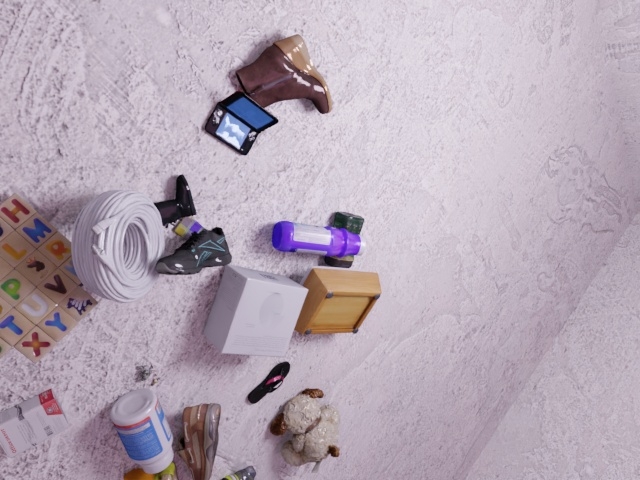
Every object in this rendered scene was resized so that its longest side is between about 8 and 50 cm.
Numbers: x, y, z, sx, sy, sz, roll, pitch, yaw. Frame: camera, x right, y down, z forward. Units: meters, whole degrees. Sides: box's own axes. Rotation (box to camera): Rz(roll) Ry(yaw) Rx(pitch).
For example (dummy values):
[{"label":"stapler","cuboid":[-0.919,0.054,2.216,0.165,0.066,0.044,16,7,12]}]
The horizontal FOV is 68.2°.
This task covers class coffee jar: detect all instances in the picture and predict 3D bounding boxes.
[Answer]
[{"label":"coffee jar","cuboid":[0.077,0.001,1.561,0.096,0.079,0.184,8,100,-38]}]

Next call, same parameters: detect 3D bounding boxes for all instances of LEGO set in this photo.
[{"label":"LEGO set","cuboid":[-0.477,0.375,1.311,0.083,0.023,0.054,38,82,-39]}]

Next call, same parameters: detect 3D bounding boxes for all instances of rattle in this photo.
[{"label":"rattle","cuboid":[-0.485,0.753,1.416,0.143,0.130,0.199,-18,143,-20]}]

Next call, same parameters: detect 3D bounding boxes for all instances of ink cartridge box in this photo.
[{"label":"ink cartridge box","cuboid":[-0.700,0.440,1.143,0.135,0.056,0.099,-24,119,-29]}]

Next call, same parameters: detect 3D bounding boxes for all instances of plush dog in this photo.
[{"label":"plush dog","cuboid":[-0.043,0.648,1.655,0.262,0.210,0.225,-39,99,-22]}]

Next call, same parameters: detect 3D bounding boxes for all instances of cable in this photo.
[{"label":"cable","cuboid":[-0.448,0.014,1.075,0.257,0.089,0.257,-76,165,-53]}]

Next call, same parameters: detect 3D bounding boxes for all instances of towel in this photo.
[{"label":"towel","cuboid":[-0.349,-0.028,1.271,0.060,0.009,0.083,-53,129,-11]}]

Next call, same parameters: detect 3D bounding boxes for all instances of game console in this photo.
[{"label":"game console","cuboid":[-0.205,-0.301,1.233,0.144,0.085,0.124,31,86,-40]}]

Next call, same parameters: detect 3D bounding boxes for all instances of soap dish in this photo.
[{"label":"soap dish","cuboid":[0.049,0.203,1.549,0.291,0.118,0.229,7,122,-40]}]

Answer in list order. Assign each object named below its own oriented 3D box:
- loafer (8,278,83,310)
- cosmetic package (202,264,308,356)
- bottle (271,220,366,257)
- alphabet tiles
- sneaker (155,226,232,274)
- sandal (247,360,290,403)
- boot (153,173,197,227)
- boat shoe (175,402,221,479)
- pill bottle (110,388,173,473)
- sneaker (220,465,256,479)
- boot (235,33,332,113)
[{"label":"loafer","cuboid":[-0.667,0.106,1.020,0.302,0.109,0.095,-23,115,-26]},{"label":"cosmetic package","cuboid":[-0.191,0.210,1.395,0.224,0.138,0.224,16,95,-40]},{"label":"bottle","cuboid":[0.000,0.000,1.437,0.283,0.118,0.092,7,90,-21]},{"label":"alphabet tiles","cuboid":[-0.656,0.078,0.974,0.342,0.011,0.285,47,65,-15]},{"label":"sneaker","cuboid":[-0.328,0.027,1.218,0.267,0.101,0.106,-19,109,-68]},{"label":"sandal","cuboid":[-0.162,0.480,1.577,0.179,0.040,0.067,-43,127,-18]},{"label":"boot","cuboid":[-0.378,-0.099,1.205,0.099,0.045,0.121,-21,115,-23]},{"label":"boat shoe","cuboid":[-0.374,0.616,1.434,0.116,0.123,0.324,8,113,-5]},{"label":"pill bottle","cuboid":[-0.481,0.530,1.300,0.124,0.124,0.221,-24,119,-29]},{"label":"sneaker","cuboid":[-0.254,0.909,1.624,0.121,0.111,0.300,-20,120,-35]},{"label":"boot","cuboid":[-0.095,-0.411,1.298,0.207,0.090,0.248,-37,127,-6]}]
